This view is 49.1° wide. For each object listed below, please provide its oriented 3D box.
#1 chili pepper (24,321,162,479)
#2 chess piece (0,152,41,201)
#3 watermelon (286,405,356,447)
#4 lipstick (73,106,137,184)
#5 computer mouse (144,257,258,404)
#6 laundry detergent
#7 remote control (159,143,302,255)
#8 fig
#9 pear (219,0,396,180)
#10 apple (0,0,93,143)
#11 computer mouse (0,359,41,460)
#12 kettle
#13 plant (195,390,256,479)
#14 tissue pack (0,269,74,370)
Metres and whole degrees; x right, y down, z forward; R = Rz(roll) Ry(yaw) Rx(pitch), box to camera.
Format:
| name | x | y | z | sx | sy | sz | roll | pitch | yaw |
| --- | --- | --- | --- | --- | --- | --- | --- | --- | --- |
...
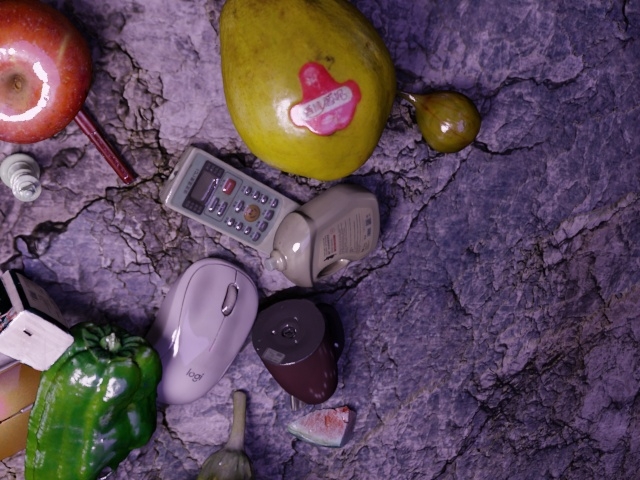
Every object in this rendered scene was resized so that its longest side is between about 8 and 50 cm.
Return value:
| name | x | y | z | sx | sy | sz | roll | pitch | yaw |
| --- | --- | --- | --- | --- | --- | --- | --- | --- | --- |
| chili pepper | -0.378 | 0.324 | 1.187 | 0.213 | 0.167 | 0.385 | -1 | 120 | -38 |
| chess piece | -0.447 | -0.089 | 1.053 | 0.059 | 0.149 | 0.059 | -9 | 113 | -24 |
| watermelon | 0.014 | 0.425 | 1.576 | 0.180 | 0.081 | 0.094 | -1 | 84 | -35 |
| lipstick | -0.361 | -0.160 | 1.150 | 0.027 | 0.027 | 0.176 | -38 | 124 | -11 |
| computer mouse | -0.229 | 0.180 | 1.301 | 0.184 | 0.121 | 0.297 | 37 | 90 | -33 |
| laundry detergent | 0.000 | 0.000 | 1.347 | 0.253 | 0.091 | 0.181 | -28 | 133 | -31 |
| remote control | -0.149 | -0.063 | 1.297 | 0.285 | 0.038 | 0.123 | 30 | 92 | -34 |
| fig | 0.206 | -0.259 | 1.400 | 0.236 | 0.124 | 0.124 | 22 | 98 | -10 |
| pear | -0.035 | -0.281 | 1.148 | 0.287 | 0.287 | 0.375 | -36 | 103 | -12 |
| apple | -0.429 | -0.245 | 1.003 | 0.201 | 0.162 | 0.201 | -8 | 119 | -15 |
| computer mouse | -0.547 | 0.289 | 1.194 | 0.310 | 0.072 | 0.158 | -25 | 121 | -20 |
| kettle | -0.028 | 0.220 | 1.417 | 0.202 | 0.144 | 0.232 | -61 | 152 | -29 |
| plant | -0.164 | 0.490 | 1.383 | 0.261 | 0.306 | 0.297 | 46 | 53 | -6 |
| tissue pack | -0.469 | 0.124 | 1.111 | 0.090 | 0.170 | 0.103 | -49 | 126 | -4 |
